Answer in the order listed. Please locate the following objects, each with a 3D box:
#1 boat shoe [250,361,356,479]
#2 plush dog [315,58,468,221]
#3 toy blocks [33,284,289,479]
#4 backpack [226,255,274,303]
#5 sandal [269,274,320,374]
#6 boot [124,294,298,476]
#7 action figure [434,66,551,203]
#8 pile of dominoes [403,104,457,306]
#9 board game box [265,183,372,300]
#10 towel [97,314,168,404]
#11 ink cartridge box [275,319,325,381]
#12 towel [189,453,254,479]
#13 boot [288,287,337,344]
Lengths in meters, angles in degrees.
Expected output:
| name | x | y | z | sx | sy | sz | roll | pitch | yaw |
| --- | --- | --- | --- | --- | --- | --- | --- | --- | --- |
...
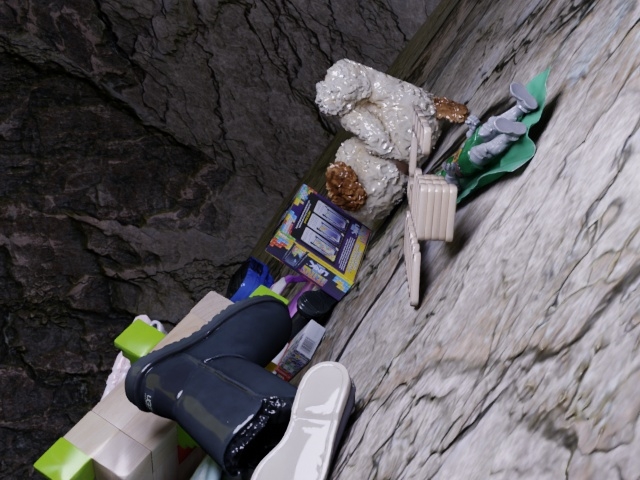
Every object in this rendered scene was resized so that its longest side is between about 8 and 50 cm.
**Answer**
| name | x | y | z | sx | sy | sz | roll | pitch | yaw |
| --- | --- | --- | --- | --- | --- | --- | --- | --- | --- |
| boat shoe | -0.012 | 0.223 | 1.052 | 0.206 | 0.075 | 0.065 | -66 | -32 | -32 |
| plush dog | 0.100 | -0.135 | 1.634 | 0.262 | 0.210 | 0.225 | 8 | -75 | -66 |
| toy blocks | -0.194 | 0.258 | 1.392 | 0.381 | 0.190 | 0.261 | -46 | -25 | -37 |
| backpack | -0.168 | 0.113 | 2.537 | 0.098 | 0.101 | 0.120 | -54 | 10 | 30 |
| sandal | -0.100 | 0.160 | 1.755 | 0.416 | 0.102 | 0.169 | -55 | 6 | 6 |
| boot | -0.071 | 0.164 | 1.198 | 0.246 | 0.207 | 0.094 | -24 | -55 | -39 |
| action figure | 0.179 | -0.098 | 1.198 | 0.137 | 0.063 | 0.232 | -62 | 5 | -24 |
| pile of dominoes | 0.125 | -0.046 | 1.208 | 0.251 | 0.040 | 0.196 | -79 | -8 | -76 |
| board game box | 0.000 | 0.000 | 1.650 | 0.048 | 0.141 | 0.170 | -50 | 8 | 30 |
| towel | -0.261 | 0.313 | 1.555 | 0.317 | 0.053 | 0.332 | 67 | -141 | -61 |
| ink cartridge box | -0.038 | 0.171 | 1.563 | 0.115 | 0.029 | 0.063 | -48 | 10 | 48 |
| towel | -0.178 | 0.401 | 1.156 | 0.320 | 0.090 | 0.374 | -52 | 7 | 26 |
| boot | -0.028 | 0.119 | 1.599 | 0.099 | 0.045 | 0.121 | -47 | -10 | 21 |
